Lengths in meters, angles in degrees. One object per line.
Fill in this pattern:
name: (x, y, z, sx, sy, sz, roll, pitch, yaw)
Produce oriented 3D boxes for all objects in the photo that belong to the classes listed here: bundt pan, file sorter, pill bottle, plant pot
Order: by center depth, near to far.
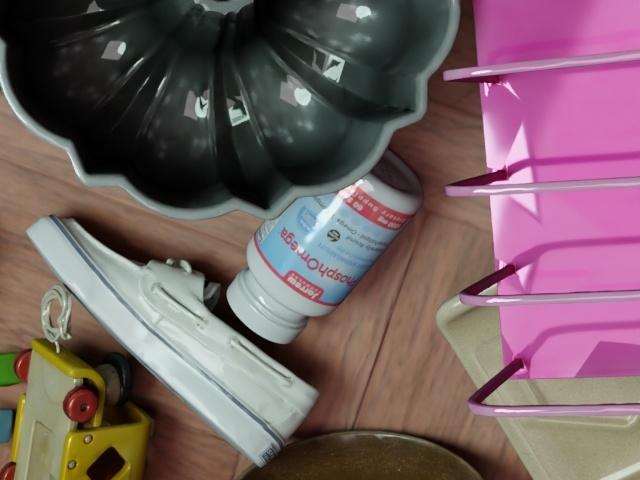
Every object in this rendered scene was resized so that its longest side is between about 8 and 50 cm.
file sorter: (0.188, -0.043, 0.951, 0.202, 0.182, 0.291, -4, 95, 20)
bundt pan: (-0.075, -0.177, 1.047, 0.330, 0.124, 0.331, 0, 93, -11)
pill bottle: (0.000, 0.000, 1.144, 0.087, 0.087, 0.160, 38, 111, 0)
plant pot: (0.034, 0.305, 1.184, 0.215, 0.215, 0.230, 2, 121, 13)

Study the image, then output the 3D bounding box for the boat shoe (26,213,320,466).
boat shoe: (-0.115, 0.060, 1.192, 0.267, 0.096, 0.088, 41, 79, 14)

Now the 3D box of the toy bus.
toy bus: (-0.189, 0.157, 1.227, 0.202, 0.104, 0.191, -40, 61, 44)

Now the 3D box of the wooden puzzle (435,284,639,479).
wooden puzzle: (0.305, 0.111, 1.116, 0.322, 0.080, 0.348, -29, 103, 20)
